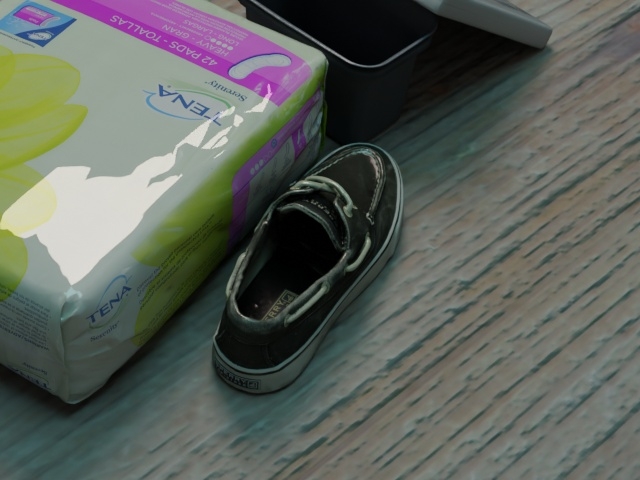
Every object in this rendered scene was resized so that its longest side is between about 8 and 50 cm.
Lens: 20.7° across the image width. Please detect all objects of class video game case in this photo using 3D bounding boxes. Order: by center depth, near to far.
[{"bbox_3d":[0.062,-0.198,1.265,0.173,0.022,0.190,36,15,25],"label":"video game case"}]

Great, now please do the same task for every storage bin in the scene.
[{"bbox_3d":[0.010,-0.135,1.222,0.135,0.091,0.098,36,52,24],"label":"storage bin"}]

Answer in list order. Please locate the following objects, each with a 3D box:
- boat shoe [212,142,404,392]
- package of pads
[{"bbox_3d":[0.000,0.000,1.101,0.078,0.070,0.219,19,46,11],"label":"boat shoe"},{"bbox_3d":[-0.153,-0.051,1.113,0.229,0.101,0.296,27,49,20],"label":"package of pads"}]
